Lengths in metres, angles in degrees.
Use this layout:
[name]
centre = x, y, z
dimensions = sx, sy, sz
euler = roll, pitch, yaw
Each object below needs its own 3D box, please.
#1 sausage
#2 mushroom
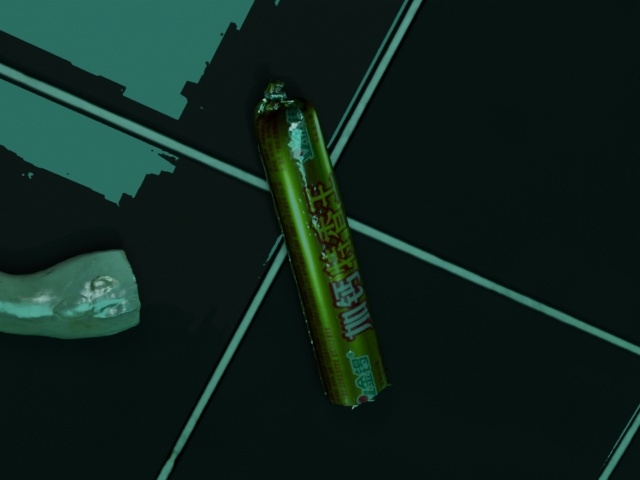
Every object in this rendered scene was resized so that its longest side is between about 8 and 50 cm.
[sausage]
centre = 0.000, 0.000, 1.718
dimensions = 0.082, 0.082, 0.371
euler = -18, 113, -6
[mushroom]
centre = -0.297, 0.057, 1.666
dimensions = 0.223, 0.081, 0.092
euler = 1, 129, -12
